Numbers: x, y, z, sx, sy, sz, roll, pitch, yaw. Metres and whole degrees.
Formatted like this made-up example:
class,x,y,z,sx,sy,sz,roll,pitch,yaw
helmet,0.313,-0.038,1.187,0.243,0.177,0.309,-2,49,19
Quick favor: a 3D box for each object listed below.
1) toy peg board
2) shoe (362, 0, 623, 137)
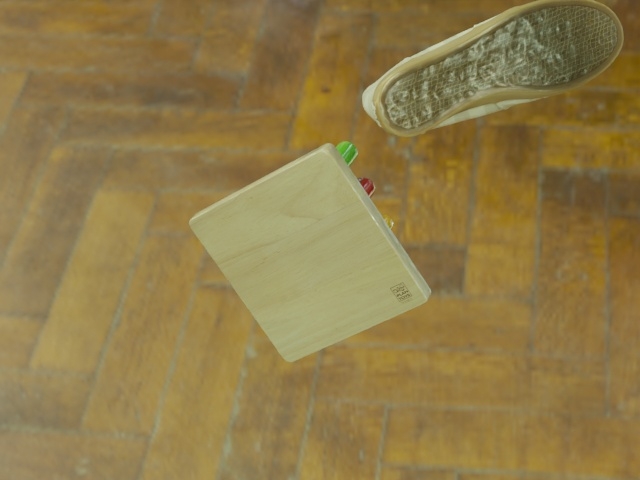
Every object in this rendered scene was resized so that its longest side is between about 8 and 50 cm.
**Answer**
class,x,y,z,sx,sy,sz,roll,pitch,yaw
toy peg board,0.000,0.000,1.273,0.161,0.160,0.079,-26,16,32
shoe,0.133,-0.138,1.131,0.219,0.076,0.058,-19,9,-13
